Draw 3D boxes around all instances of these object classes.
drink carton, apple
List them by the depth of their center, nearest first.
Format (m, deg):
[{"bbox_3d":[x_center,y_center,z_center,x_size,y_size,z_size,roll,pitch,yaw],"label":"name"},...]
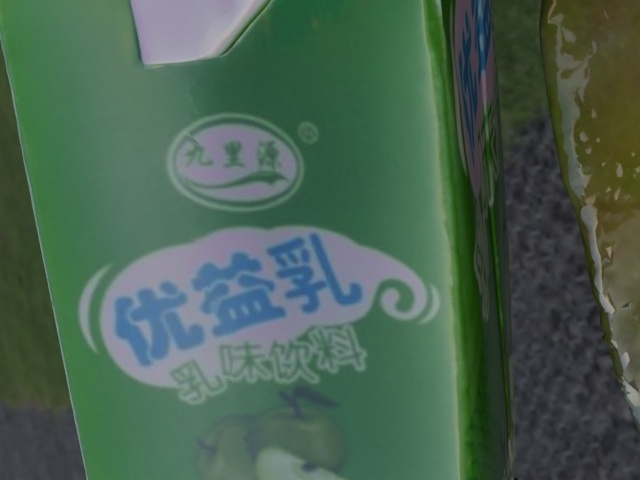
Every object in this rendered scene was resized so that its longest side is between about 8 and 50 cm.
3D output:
[{"bbox_3d":[0.000,0.000,0.416,0.161,0.108,0.271,-73,-20,-62],"label":"drink carton"},{"bbox_3d":[0.140,-0.022,0.484,0.265,0.120,0.193,50,-141,-57],"label":"apple"}]
